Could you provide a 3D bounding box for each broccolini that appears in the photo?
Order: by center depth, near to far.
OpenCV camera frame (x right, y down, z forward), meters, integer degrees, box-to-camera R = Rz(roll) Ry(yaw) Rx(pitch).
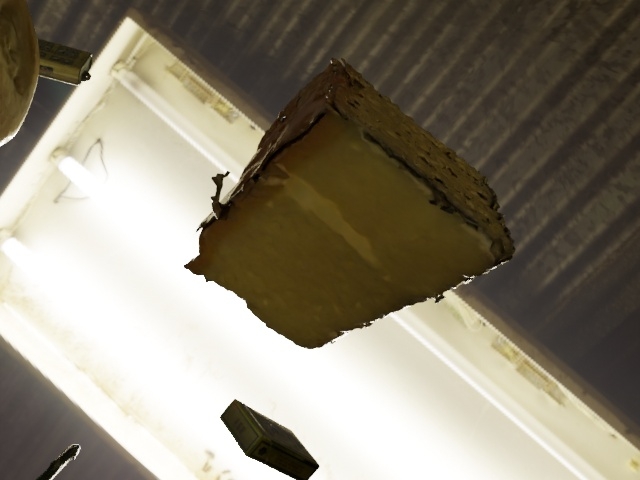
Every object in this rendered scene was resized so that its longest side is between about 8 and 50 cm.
[{"bbox_3d":[-0.380,0.334,0.888,0.058,0.254,0.071,-29,-79,14],"label":"broccolini"}]

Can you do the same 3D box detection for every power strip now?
[{"bbox_3d":[-0.536,-0.333,1.178,0.268,0.092,0.034,14,-54,-10],"label":"power strip"}]

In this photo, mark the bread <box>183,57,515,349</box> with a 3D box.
[{"bbox_3d":[0.000,0.000,0.681,0.248,0.279,0.315,36,-78,-9],"label":"bread"}]

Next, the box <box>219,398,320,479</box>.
[{"bbox_3d":[-0.114,0.452,1.513,0.064,0.141,0.220,-51,-50,-1],"label":"box"}]

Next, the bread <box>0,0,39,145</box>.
[{"bbox_3d":[-0.641,-0.289,0.985,0.376,0.253,0.347,2,-81,6],"label":"bread"}]
